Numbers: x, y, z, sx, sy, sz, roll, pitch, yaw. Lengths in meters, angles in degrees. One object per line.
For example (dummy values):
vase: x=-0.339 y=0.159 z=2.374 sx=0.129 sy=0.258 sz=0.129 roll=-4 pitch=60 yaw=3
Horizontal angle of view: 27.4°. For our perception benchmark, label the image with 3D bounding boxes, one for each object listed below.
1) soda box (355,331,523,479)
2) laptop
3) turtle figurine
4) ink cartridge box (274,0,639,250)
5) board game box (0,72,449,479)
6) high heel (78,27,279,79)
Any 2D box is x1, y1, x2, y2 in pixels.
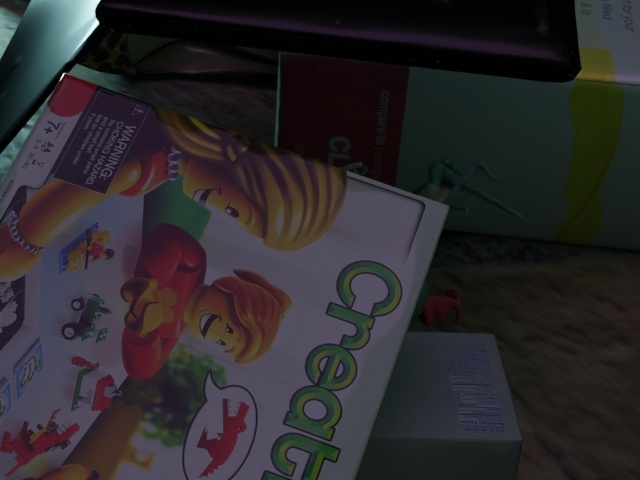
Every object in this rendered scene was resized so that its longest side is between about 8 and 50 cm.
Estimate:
soda box: x=-0.052 y=0.104 z=0.644 sx=0.286 sy=0.098 sz=0.091 roll=3 pitch=29 yaw=-5
laptop: x=-0.053 y=-0.158 z=0.909 sx=0.408 sy=0.236 sz=0.382 roll=7 pitch=43 yaw=2
turtle figurine: x=0.000 y=0.000 z=0.828 sx=0.175 sy=0.118 sz=0.234 roll=-4 pitch=12 yaw=-43
ink cartridge box: x=0.170 y=-0.142 z=1.019 sx=0.385 sy=0.160 sz=0.279 roll=6 pitch=41 yaw=2
board game box: x=-0.082 y=0.085 z=0.548 sx=0.193 sy=0.053 sz=0.305 roll=19 pitch=60 yaw=5
high heel: x=-0.098 y=-0.178 z=1.162 sx=0.261 sy=0.093 sz=0.186 roll=-16 pitch=33 yaw=-43
